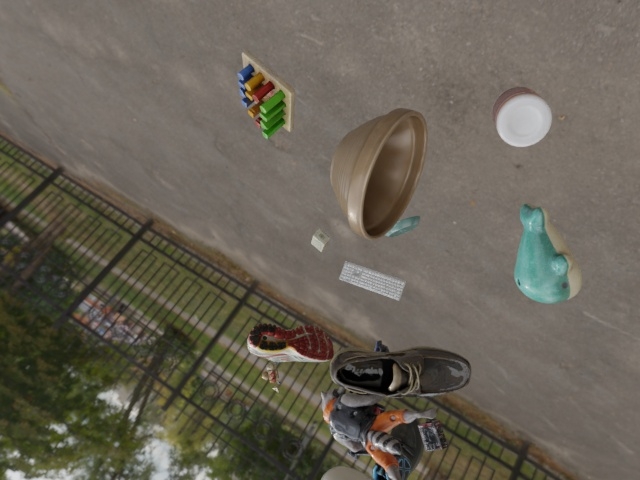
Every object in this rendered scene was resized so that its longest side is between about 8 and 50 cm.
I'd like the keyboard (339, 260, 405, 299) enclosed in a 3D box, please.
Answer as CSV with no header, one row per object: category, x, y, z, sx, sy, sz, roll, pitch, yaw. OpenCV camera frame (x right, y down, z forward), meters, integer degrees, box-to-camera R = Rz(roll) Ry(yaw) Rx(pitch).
keyboard,0.184,0.143,1.691,0.255,0.072,0.014,17,180,34

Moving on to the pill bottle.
pill bottle,0.348,-0.223,0.821,0.085,0.152,0.086,6,116,12

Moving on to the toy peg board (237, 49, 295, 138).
toy peg board,-0.147,-0.341,1.137,0.160,0.079,0.161,42,162,10

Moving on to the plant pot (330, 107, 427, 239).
plant pot,0.093,-0.129,0.852,0.109,0.237,0.237,24,155,27

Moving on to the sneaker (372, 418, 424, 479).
sneaker,0.265,0.777,1.643,0.125,0.341,0.139,4,161,43

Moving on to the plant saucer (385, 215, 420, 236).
plant saucer,0.229,-0.035,1.321,0.119,0.119,0.021,130,123,-67

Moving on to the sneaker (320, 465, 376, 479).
sneaker,0.105,0.370,0.615,0.290,0.105,0.123,23,118,48

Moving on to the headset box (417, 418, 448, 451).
headset box,0.322,0.557,1.347,0.032,0.083,0.062,2,154,-42

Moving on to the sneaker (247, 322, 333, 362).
sneaker,-0.074,0.261,1.170,0.225,0.088,0.093,13,144,-14

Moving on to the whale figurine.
whale figurine,0.575,0.041,1.241,0.216,0.141,0.272,-104,-9,-76

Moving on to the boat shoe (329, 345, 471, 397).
boat shoe,0.195,0.338,1.156,0.354,0.133,0.130,-3,180,8

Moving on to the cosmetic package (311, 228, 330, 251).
cosmetic package,0.000,0.000,1.850,0.060,0.041,0.115,40,164,4

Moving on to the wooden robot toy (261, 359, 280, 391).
wooden robot toy,-0.232,0.597,2.095,0.078,0.174,0.076,-11,179,10

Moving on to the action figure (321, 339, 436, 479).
action figure,0.130,0.445,1.230,0.330,0.342,0.178,5,177,45
